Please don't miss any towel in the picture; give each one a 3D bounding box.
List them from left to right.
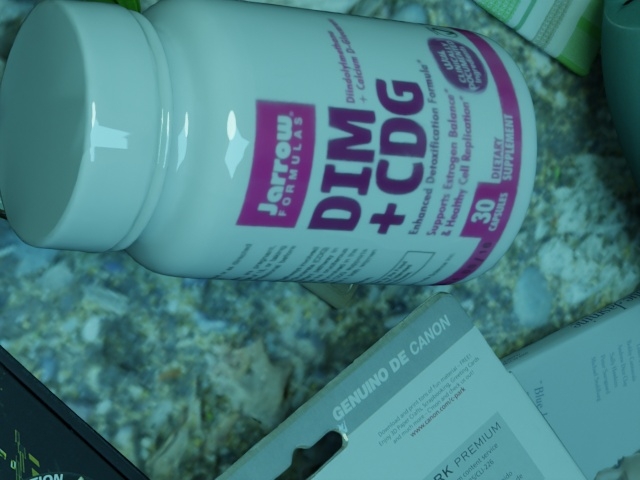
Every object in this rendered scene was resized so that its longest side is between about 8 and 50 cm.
[{"bbox_3d":[0.150,-0.192,1.093,0.152,0.023,0.113,31,90,-33],"label":"towel"}]

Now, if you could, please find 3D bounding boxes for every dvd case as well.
[{"bbox_3d":[0.232,0.129,1.209,0.253,0.022,0.180,-24,113,-26],"label":"dvd case"}]

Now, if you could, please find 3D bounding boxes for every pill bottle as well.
[{"bbox_3d":[-0.030,-0.056,0.942,0.283,0.160,0.160,2,102,-31],"label":"pill bottle"}]

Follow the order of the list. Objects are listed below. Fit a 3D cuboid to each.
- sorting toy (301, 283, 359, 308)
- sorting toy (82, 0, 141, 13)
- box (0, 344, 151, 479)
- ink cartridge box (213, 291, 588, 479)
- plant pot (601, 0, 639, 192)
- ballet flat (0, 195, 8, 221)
[{"bbox_3d":[0.000,0.000,1.067,0.083,0.012,0.062,36,84,-31],"label":"sorting toy"},{"bbox_3d":[-0.146,-0.154,0.937,0.061,0.042,0.102,-43,132,6],"label":"sorting toy"},{"bbox_3d":[-0.312,0.202,0.907,0.395,0.097,0.318,-47,118,-11],"label":"box"},{"bbox_3d":[0.027,0.228,1.024,0.309,0.130,0.272,-37,97,-27],"label":"ink cartridge box"},{"bbox_3d":[0.320,-0.107,1.062,0.293,0.293,0.235,-43,111,-12],"label":"plant pot"},{"bbox_3d":[-0.164,-0.020,0.959,0.114,0.041,0.041,17,95,-31],"label":"ballet flat"}]
